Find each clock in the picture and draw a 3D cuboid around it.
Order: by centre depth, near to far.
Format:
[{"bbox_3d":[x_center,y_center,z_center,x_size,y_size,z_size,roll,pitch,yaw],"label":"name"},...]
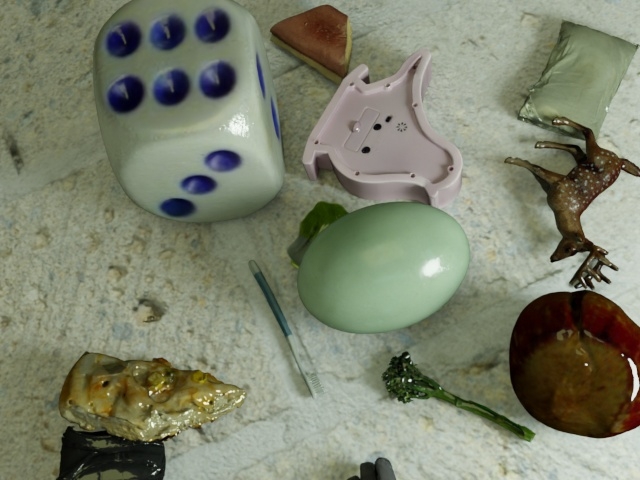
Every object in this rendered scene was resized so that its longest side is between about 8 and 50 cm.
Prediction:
[{"bbox_3d":[0.146,-0.201,1.705,0.275,0.080,0.290,21,72,17],"label":"clock"}]

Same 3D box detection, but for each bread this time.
[{"bbox_3d":[0.006,-0.379,1.816,0.192,0.067,0.119,40,85,24],"label":"bread"}]

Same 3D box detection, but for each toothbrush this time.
[{"bbox_3d":[-0.059,0.143,1.612,0.025,0.019,0.275,-24,64,-8],"label":"toothbrush"}]

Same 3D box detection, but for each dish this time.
[{"bbox_3d":[0.000,0.000,1.658,0.091,0.039,0.137,39,77,18],"label":"dish"}]

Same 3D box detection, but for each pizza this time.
[{"bbox_3d":[-0.271,0.246,1.537,0.297,0.071,0.189,10,26,6],"label":"pizza"}]

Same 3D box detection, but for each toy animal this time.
[{"bbox_3d":[0.429,-0.071,1.586,0.243,0.087,0.260,-43,69,-11],"label":"toy animal"}]

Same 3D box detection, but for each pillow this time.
[{"bbox_3d":[0.461,-0.287,1.711,0.148,0.050,0.229,26,73,9],"label":"pillow"}]

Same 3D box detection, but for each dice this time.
[{"bbox_3d":[-0.218,-0.223,1.650,0.277,0.304,0.304,-8,64,6],"label":"dice"}]

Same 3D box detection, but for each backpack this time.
[{"bbox_3d":[-0.327,0.358,1.510,0.165,0.105,0.120,3,43,-7],"label":"backpack"}]

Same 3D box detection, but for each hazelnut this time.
[{"bbox_3d":[0.389,0.186,1.436,0.218,0.218,0.234,-42,85,-11],"label":"hazelnut"}]

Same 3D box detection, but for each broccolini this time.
[{"bbox_3d":[0.213,0.252,1.499,0.254,0.057,0.071,22,113,21],"label":"broccolini"}]

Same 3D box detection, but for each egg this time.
[{"bbox_3d":[0.099,0.043,1.530,0.283,0.203,0.203,-22,64,6],"label":"egg"}]

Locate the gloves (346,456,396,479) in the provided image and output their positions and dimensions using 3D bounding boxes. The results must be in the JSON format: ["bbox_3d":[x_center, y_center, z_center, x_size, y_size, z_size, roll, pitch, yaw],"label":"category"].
[{"bbox_3d":[0.058,0.457,1.410,0.142,0.119,0.285,22,64,-15],"label":"gloves"}]
